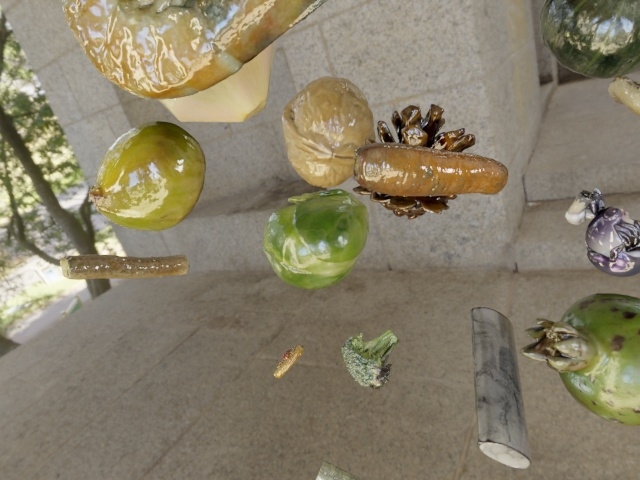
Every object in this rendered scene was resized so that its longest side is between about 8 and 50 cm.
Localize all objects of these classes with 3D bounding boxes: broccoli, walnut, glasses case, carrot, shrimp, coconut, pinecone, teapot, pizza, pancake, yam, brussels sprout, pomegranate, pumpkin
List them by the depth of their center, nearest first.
[{"bbox_3d":[0.127,-0.077,0.476,0.186,0.060,0.060,3,18,-11],"label":"carrot"},{"bbox_3d":[-0.120,-0.348,0.500,0.445,0.272,0.085,-19,15,15],"label":"shrimp"},{"bbox_3d":[0.595,-0.183,0.676,0.282,0.049,0.282,18,32,-12],"label":"pancake"},{"bbox_3d":[-0.196,-0.329,0.776,0.259,0.259,0.259,-16,21,6],"label":"coconut"},{"bbox_3d":[0.173,-0.146,0.778,0.201,0.202,0.229,-59,12,17],"label":"pinecone"},{"bbox_3d":[0.536,0.197,0.803,0.242,0.306,0.242,-54,7,10],"label":"pomegranate"},{"bbox_3d":[0.350,0.274,0.839,0.060,0.114,0.299,-44,19,41],"label":"glasses case"},{"bbox_3d":[0.080,0.613,0.998,0.200,0.077,0.107,20,5,12],"label":"teapot"},{"bbox_3d":[0.684,-0.527,1.023,0.300,0.207,0.300,0,61,-1],"label":"pumpkin"},{"bbox_3d":[0.024,-0.304,1.186,0.277,0.252,0.313,-38,32,23],"label":"walnut"},{"bbox_3d":[-0.557,0.075,1.248,0.356,0.081,0.081,0,5,-41],"label":"yam"},{"bbox_3d":[0.000,0.000,1.411,0.371,0.276,0.315,-23,39,-16],"label":"brussels sprout"},{"bbox_3d":[0.222,0.472,1.705,0.243,0.263,0.247,-40,32,-21],"label":"broccoli"},{"bbox_3d":[-0.131,0.512,1.877,0.188,0.062,0.199,-47,-5,5],"label":"pizza"}]

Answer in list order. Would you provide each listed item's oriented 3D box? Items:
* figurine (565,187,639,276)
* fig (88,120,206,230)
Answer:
[{"bbox_3d":[0.699,-0.016,1.027,0.145,0.145,0.222,-22,55,-10],"label":"figurine"},{"bbox_3d":[-0.222,-0.084,0.565,0.136,0.121,0.153,19,81,39],"label":"fig"}]
